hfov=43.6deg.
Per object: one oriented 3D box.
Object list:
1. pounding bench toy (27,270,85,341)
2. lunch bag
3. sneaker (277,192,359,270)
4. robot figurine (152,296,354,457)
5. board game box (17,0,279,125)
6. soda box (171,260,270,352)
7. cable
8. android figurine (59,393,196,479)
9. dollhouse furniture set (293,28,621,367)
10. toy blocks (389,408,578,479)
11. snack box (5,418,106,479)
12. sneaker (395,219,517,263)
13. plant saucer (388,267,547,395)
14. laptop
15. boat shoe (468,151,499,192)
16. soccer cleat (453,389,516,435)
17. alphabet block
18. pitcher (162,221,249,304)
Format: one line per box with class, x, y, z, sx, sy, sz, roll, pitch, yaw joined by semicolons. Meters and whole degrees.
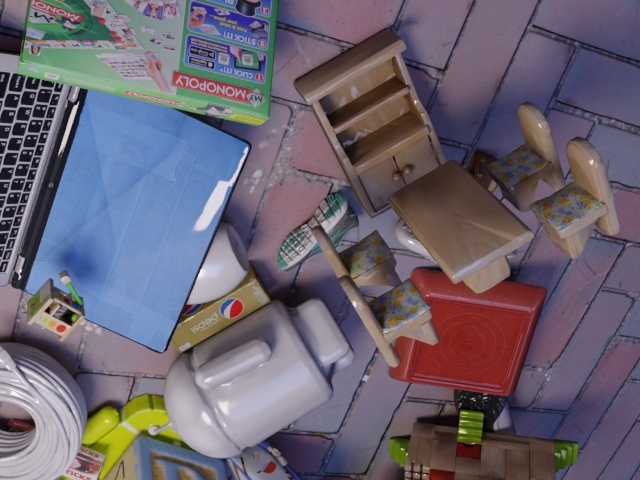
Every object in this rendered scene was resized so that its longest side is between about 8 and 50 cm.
pounding bench toy;-0.359;0.089;1.125;0.083;0.052;0.065;-45;125;11
lunch bag;-0.106;0.544;1.563;0.115;0.243;0.303;-16;127;-37
sneaker;0.000;0.000;1.361;0.166;0.065;0.076;-43;129;11
robot figurine;-0.118;0.238;1.376;0.353;0.199;0.300;-30;154;-3
board game box;-0.211;-0.285;1.040;0.317;0.046;0.213;10;78;-24
soda box;-0.180;0.113;1.365;0.181;0.061;0.058;-30;125;0
cable;-0.517;0.293;1.310;0.257;0.089;0.257;-41;109;13
android figurine;-0.339;0.388;1.487;0.273;0.056;0.248;-35;125;6
dollhouse furniture set;0.141;-0.100;1.140;0.362;0.394;0.256;-31;125;-1
toy blocks;0.307;0.487;1.558;0.381;0.261;0.190;4;114;12
snack box;-0.469;0.373;1.405;0.178;0.022;0.064;22;114;-1
sneaker;0.235;0.018;1.444;0.235;0.090;0.095;13;142;-18
plant saucer;0.280;0.191;1.532;0.259;0.047;0.258;8;118;-2
laptop;-0.373;-0.030;1.089;0.408;0.236;0.382;-5;127;-51
boat shoe;0.255;-0.072;1.383;0.060;0.064;0.178;30;79;-11
soccer cleat;0.356;0.365;1.704;0.109;0.116;0.318;-11;110;20
alphabet block;-0.289;0.500;1.425;0.193;0.192;0.197;28;113;-28
pitcher;-0.234;0.027;1.264;0.207;0.125;0.177;-20;119;8
